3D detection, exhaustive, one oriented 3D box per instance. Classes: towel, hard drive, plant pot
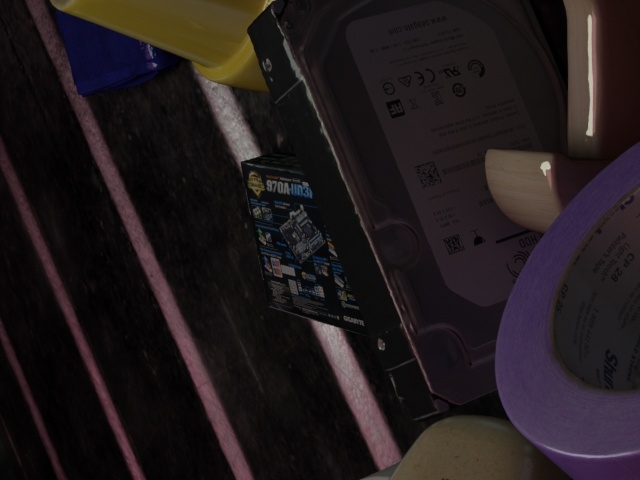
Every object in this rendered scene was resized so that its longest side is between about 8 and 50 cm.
[{"bbox_3d":[-0.271,-0.345,1.798,0.228,0.076,0.308,-6,100,53],"label":"towel"},{"bbox_3d":[0.110,-0.052,1.135,0.064,0.237,0.338,-31,78,61],"label":"hard drive"},{"bbox_3d":[-0.118,-0.274,1.324,0.254,0.239,0.254,-16,72,61],"label":"plant pot"}]

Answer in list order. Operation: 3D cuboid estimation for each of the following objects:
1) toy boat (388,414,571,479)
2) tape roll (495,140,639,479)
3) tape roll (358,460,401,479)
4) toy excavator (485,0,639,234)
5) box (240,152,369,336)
[{"bbox_3d":[0.180,0.303,1.274,0.318,0.267,0.148,12,154,41],"label":"toy boat"},{"bbox_3d":[0.239,0.039,0.869,0.090,0.274,0.275,42,161,-25],"label":"tape roll"},{"bbox_3d":[0.145,0.419,1.517,0.392,0.072,0.392,38,137,46],"label":"tape roll"},{"bbox_3d":[0.147,-0.265,0.996,0.222,0.445,0.432,11,74,59],"label":"toy excavator"},{"bbox_3d":[0.000,0.000,1.543,0.220,0.051,0.175,11,116,58],"label":"box"}]
